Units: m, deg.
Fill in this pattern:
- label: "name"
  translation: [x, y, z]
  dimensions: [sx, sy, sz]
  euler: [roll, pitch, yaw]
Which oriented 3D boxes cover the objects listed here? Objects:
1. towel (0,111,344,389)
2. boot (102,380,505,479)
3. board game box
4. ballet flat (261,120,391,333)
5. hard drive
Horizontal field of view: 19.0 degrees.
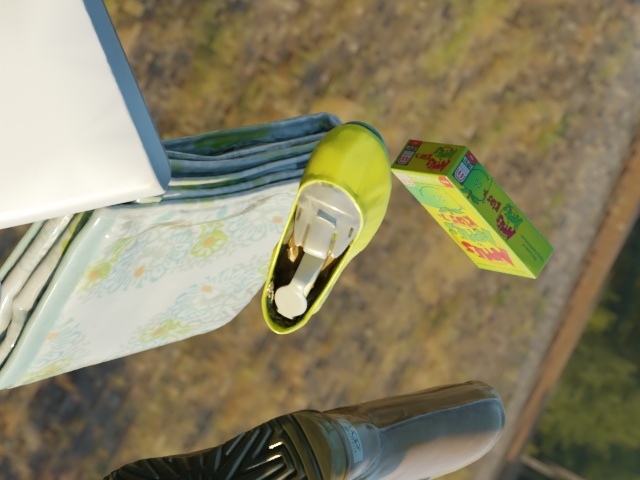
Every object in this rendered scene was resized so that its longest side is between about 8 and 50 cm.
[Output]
- label: "towel"
  translation: [-0.159, 0.015, 1.918]
  dimensions: [0.320, 0.090, 0.374]
  euler: [-10, 154, -39]
- label: "boot"
  translation: [-0.014, 0.177, 1.409]
  dimensions: [0.236, 0.089, 0.269]
  euler: [-21, 172, 27]
- label: "board game box"
  translation: [0.165, -0.034, 2.067]
  dimensions: [0.181, 0.092, 0.043]
  euler: [46, 68, -34]
- label: "ballet flat"
  translation: [0.000, 0.000, 1.613]
  dimensions: [0.077, 0.077, 0.231]
  euler: [-60, 177, -42]
- label: "hard drive"
  translation: [-0.285, -0.094, 1.378]
  dimensions: [0.040, 0.307, 0.203]
  euler: [-77, 151, -56]
